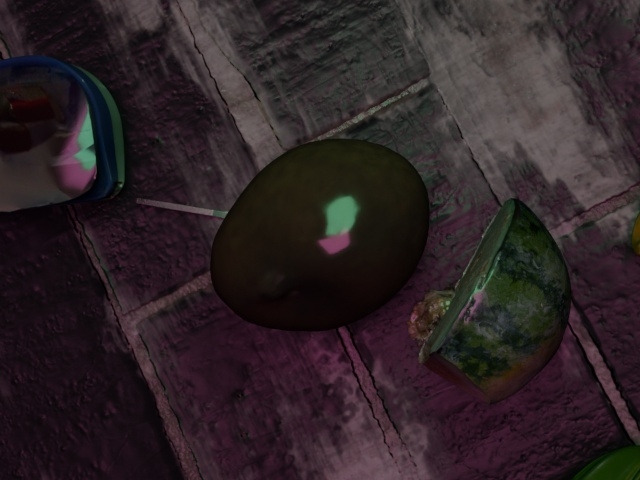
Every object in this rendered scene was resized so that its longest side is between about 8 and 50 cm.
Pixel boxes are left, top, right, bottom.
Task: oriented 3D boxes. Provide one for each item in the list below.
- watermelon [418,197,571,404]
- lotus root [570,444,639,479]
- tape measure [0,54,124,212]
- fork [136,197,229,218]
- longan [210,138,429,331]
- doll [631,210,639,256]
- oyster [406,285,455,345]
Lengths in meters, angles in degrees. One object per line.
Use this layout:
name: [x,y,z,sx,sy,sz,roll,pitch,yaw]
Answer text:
watermelon: [0.271,0.072,1.138,0.180,0.224,0.305,13,64,42]
lotus root: [0.462,0.362,1.117,0.186,0.186,0.186,-1,87,9]
tape measure: [-0.469,-0.173,1.300,0.259,0.138,0.262,-5,86,8]
fork: [-0.197,-0.051,1.307,0.235,0.021,0.039,10,84,11]
longan: [0.000,0.000,1.149,0.350,0.288,0.289,-29,82,15]
doll: [0.602,-0.051,1.107,0.269,0.162,0.167,9,58,15]
oyster: [0.220,0.139,1.211,0.165,0.053,0.108,28,84,15]
